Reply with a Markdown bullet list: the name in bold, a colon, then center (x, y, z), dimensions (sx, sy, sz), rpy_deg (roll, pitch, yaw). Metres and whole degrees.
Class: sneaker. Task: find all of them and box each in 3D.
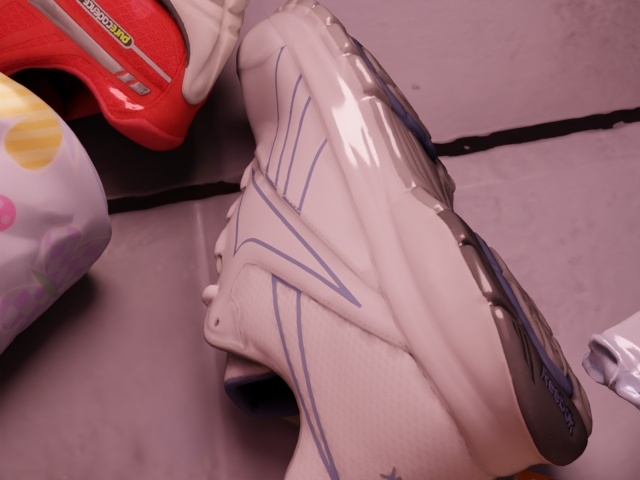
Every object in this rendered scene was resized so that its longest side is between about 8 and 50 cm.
- **sneaker**: center (-0.168, -0.111, 0.731), dimensions (0.279, 0.107, 0.118), rpy_deg (17, 86, 34)
- **sneaker**: center (0.000, 0.000, 0.610), dimensions (0.129, 0.111, 0.297), rpy_deg (-34, 39, 10)

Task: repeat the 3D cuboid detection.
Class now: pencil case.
- **pencil case**: center (-0.206, 0.042, 0.586), dimensions (0.113, 0.124, 0.273), rpy_deg (25, 57, 25)

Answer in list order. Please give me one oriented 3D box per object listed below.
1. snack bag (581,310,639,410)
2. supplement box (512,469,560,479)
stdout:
- **snack bag**: center (0.323, 0.065, 0.529), dimensions (0.342, 0.037, 0.323), rpy_deg (-29, 53, -30)
- **supplement box**: center (0.085, 0.139, 0.523), dimensions (0.062, 0.036, 0.098), rpy_deg (15, 52, 18)
